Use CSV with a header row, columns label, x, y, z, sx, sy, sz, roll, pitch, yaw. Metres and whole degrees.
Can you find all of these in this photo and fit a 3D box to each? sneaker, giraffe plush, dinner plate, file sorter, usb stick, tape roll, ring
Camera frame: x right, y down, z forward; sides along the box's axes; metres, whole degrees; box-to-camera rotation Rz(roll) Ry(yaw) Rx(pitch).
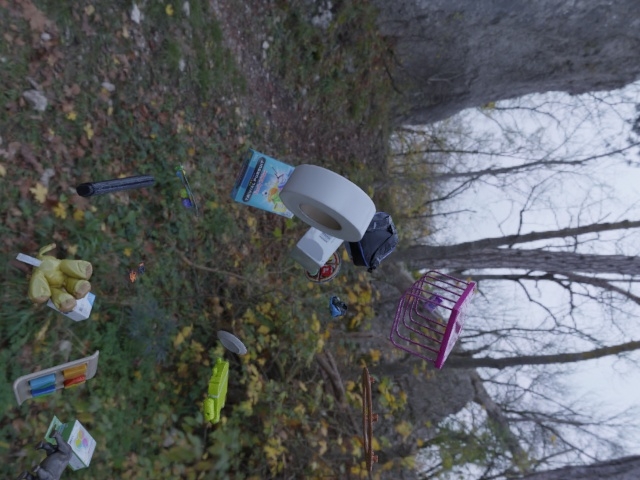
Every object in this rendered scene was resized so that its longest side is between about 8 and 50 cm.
label,x,y,z,sx,sy,sz,roll,pitch,yaw
sneaker,0.076,0.290,1.888,0.188,0.078,0.067,-99,-165,-82
giraffe plush,-0.823,0.127,1.334,0.170,0.210,0.181,-31,-157,48
dinner plate,-0.358,0.413,1.746,0.017,0.141,0.141,-52,157,-36
file sorter,0.367,0.238,1.432,0.291,0.182,0.202,-21,126,-59
usb stick,-0.657,-0.181,1.426,0.278,0.077,0.045,-32,116,-65
tape roll,0.019,-0.110,1.331,0.100,0.286,0.286,-61,176,-13
ring,0.169,0.609,1.501,0.336,0.032,0.336,0,90,-88

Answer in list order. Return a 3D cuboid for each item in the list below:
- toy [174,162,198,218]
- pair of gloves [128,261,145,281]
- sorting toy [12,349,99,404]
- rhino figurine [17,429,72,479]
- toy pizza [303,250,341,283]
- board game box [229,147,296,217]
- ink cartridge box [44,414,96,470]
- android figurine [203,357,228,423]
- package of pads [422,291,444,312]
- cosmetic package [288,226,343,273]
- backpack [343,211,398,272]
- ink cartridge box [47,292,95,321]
label,x,y,z,sx,sy,sz,roll,pitch,yaw
toy,-0.607,-0.217,1.954,0.137,0.056,0.237,141,-68,-73
pair of gloves,-0.823,0.141,1.959,0.083,0.010,0.074,-43,153,-42
sorting toy,-0.728,0.389,1.219,0.038,0.208,0.193,59,-40,17
rhino figurine,-0.798,0.684,1.255,0.243,0.073,0.106,-88,154,-54
toy pizza,0.004,0.117,2.172,0.032,0.201,0.201,49,33,-54
board game box,-0.244,-0.276,2.171,0.079,0.336,0.253,40,-70,51
ink cartridge box,-0.959,0.772,1.686,0.109,0.062,0.209,-109,-178,-61
android figurine,-0.433,0.621,1.831,0.248,0.056,0.272,-82,178,-65
package of pads,0.472,0.259,1.828,0.083,0.050,0.032,-52,-171,30
cosmetic package,0.000,0.000,1.804,0.224,0.138,0.224,-50,180,-17
backpack,0.249,-0.014,2.176,0.213,0.263,0.276,9,-61,56
ink cartridge box,-0.964,0.219,1.672,0.181,0.062,0.104,57,22,-47
